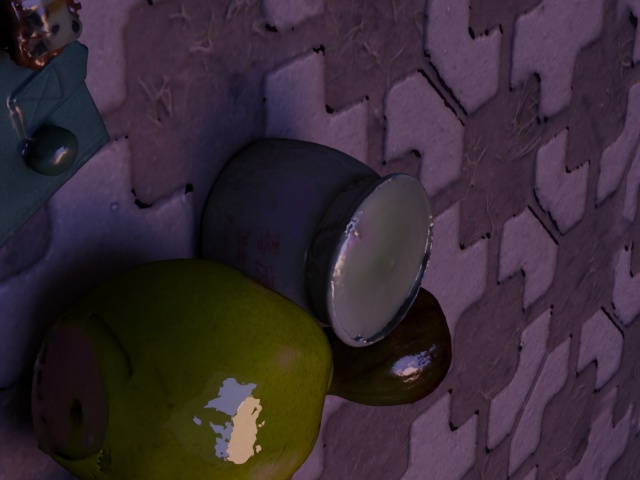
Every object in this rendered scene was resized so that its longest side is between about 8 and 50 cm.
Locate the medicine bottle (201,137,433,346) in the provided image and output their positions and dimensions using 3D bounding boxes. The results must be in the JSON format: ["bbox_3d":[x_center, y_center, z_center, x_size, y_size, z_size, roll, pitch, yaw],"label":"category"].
[{"bbox_3d":[0.000,0.000,1.101,0.147,0.143,0.147,-31,131,-44],"label":"medicine bottle"}]

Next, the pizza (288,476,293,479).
[{"bbox_3d":[-0.104,0.251,1.109,0.335,0.086,0.226,-56,174,-44],"label":"pizza"}]

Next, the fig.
[{"bbox_3d":[0.049,0.106,1.283,0.155,0.109,0.103,-17,148,-21],"label":"fig"}]

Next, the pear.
[{"bbox_3d":[-0.084,0.104,0.983,0.220,0.187,0.187,8,99,-39],"label":"pear"}]

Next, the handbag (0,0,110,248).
[{"bbox_3d":[-0.240,-0.079,0.741,0.274,0.100,0.268,-48,140,-31],"label":"handbag"}]
